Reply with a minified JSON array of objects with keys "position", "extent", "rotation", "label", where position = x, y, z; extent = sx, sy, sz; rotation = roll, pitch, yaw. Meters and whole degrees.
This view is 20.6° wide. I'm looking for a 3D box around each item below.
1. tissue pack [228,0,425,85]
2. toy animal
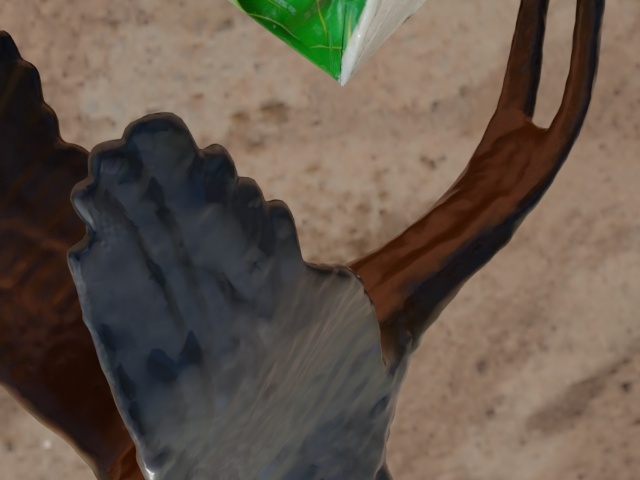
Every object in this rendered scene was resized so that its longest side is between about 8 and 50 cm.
[{"position":[-0.016,-0.207,0.744],"extent":[0.148,0.209,0.156],"rotation":[-47,169,-32],"label":"tissue pack"},{"position":[0.001,0.023,0.644],"extent":[0.284,0.225,0.302],"rotation":[-21,114,-30],"label":"toy animal"}]
